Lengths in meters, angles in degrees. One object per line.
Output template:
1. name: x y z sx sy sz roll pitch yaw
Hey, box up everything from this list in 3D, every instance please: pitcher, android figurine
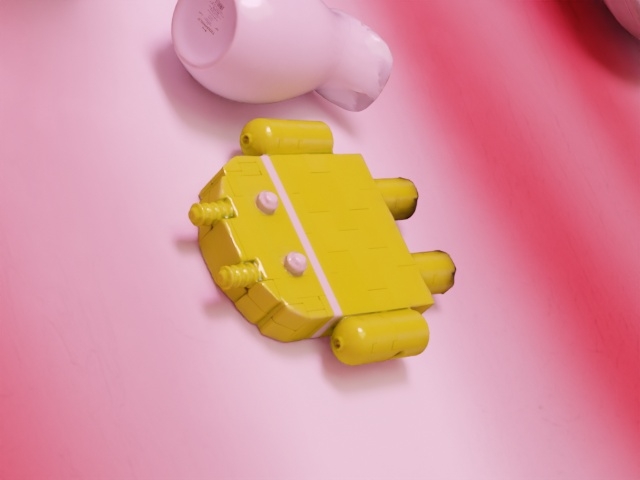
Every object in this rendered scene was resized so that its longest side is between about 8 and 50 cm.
1. pitcher: -0.054 -0.201 1.458 0.207 0.125 0.178 4 34 -52
2. android figurine: 0.000 0.000 1.373 0.273 0.056 0.248 -1 59 -44

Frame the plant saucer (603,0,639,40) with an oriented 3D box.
1. plant saucer: 0.374 -0.414 1.936 0.400 0.101 0.400 28 58 -57
